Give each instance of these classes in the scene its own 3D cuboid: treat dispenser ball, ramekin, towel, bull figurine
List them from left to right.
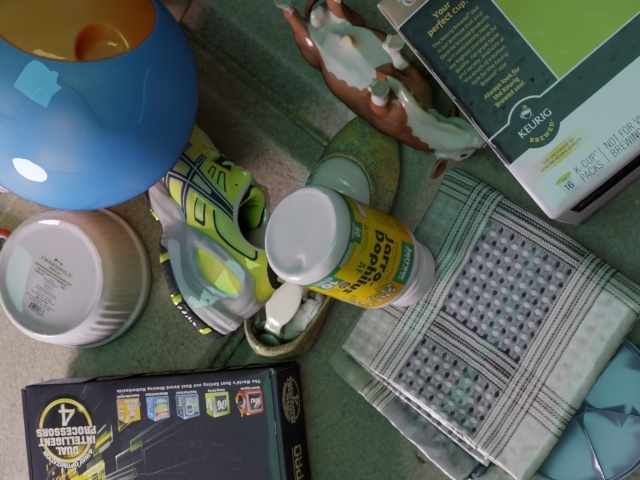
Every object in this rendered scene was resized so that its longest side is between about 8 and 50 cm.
[{"bbox_3d":[-0.351,0.050,1.582,0.207,0.109,0.207,0,89,16],"label":"ramekin"},{"bbox_3d":[-0.288,-0.178,1.343,0.288,0.288,0.288,0,89,21],"label":"treat dispenser ball"},{"bbox_3d":[0.070,-0.206,1.401,0.310,0.188,0.101,41,85,23],"label":"bull figurine"},{"bbox_3d":[0.190,0.115,1.386,0.312,0.056,0.324,37,102,27],"label":"towel"}]

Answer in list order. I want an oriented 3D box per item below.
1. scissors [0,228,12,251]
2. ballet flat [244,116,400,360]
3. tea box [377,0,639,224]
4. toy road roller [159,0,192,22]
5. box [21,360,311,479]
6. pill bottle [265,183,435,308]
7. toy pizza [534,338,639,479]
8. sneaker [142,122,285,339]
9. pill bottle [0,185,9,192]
[{"bbox_3d":[-0.523,-0.042,1.710,0.109,0.021,0.297,-30,78,20],"label":"scissors"},{"bbox_3d":[0.000,0.000,1.454,0.123,0.123,0.349,29,99,19],"label":"ballet flat"},{"bbox_3d":[0.305,-0.242,1.285,0.329,0.220,0.324,-40,77,16],"label":"tea box"},{"bbox_3d":[-0.363,-0.338,1.554,0.329,0.202,0.241,31,101,23],"label":"toy road roller"},{"bbox_3d":[-0.206,0.336,1.537,0.394,0.097,0.318,-6,90,21],"label":"box"},{"bbox_3d":[0.043,0.016,1.344,0.117,0.208,0.118,-14,66,36],"label":"pill bottle"},{"bbox_3d":[0.310,0.199,1.372,0.201,0.032,0.201,-2,84,22],"label":"toy pizza"},{"bbox_3d":[-0.142,-0.059,1.476,0.147,0.145,0.385,-29,62,12],"label":"sneaker"},{"bbox_3d":[-0.472,-0.161,1.599,0.333,0.188,0.188,0,89,20],"label":"pill bottle"}]
